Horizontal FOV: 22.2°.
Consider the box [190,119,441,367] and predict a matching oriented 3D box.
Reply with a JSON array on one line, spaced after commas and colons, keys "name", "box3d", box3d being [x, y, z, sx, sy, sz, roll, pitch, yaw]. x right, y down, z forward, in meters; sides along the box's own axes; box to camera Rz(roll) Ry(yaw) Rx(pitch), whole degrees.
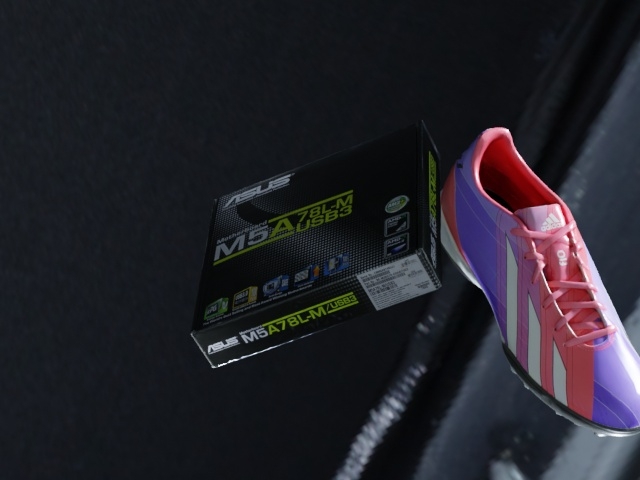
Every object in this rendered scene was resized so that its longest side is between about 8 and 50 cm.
[{"name": "box", "box3d": [0.000, 0.000, 1.250, 0.191, 0.184, 0.045, -20, -57, 17]}]

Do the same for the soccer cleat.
[{"name": "soccer cleat", "box3d": [0.207, 0.036, 1.486, 0.109, 0.318, 0.116, -12, -38, -27]}]
